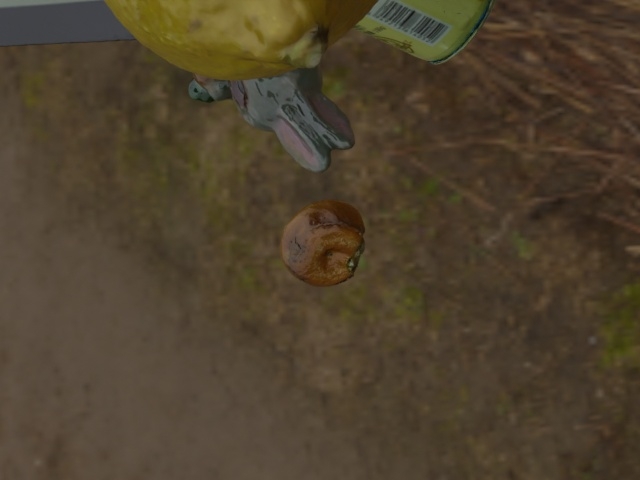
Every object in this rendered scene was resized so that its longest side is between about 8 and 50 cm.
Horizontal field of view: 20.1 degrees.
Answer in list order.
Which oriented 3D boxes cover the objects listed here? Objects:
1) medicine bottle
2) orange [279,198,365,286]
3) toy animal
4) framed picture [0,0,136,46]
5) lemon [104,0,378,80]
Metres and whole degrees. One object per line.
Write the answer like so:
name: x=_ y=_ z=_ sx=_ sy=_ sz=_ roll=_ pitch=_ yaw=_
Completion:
medicine bottle: x=0.008 y=-0.220 z=1.266 sx=0.124 sy=0.239 sz=0.124 roll=-46 pitch=31 yaw=39
orange: x=0.000 y=0.000 z=1.676 sx=0.086 sy=0.086 sz=0.062 roll=-65 pitch=30 yaw=26
toy animal: x=-0.044 y=-0.154 z=1.532 sx=0.138 sy=0.108 sz=0.236 roll=-45 pitch=32 yaw=-1
framed picture: x=-0.187 y=-0.254 z=1.214 sx=0.347 sy=0.016 sz=0.265 roll=0 pitch=119 yaw=32
lemon: x=-0.036 y=-0.180 z=0.917 sx=0.187 sy=0.187 sz=0.244 roll=-46 pitch=36 yaw=38
